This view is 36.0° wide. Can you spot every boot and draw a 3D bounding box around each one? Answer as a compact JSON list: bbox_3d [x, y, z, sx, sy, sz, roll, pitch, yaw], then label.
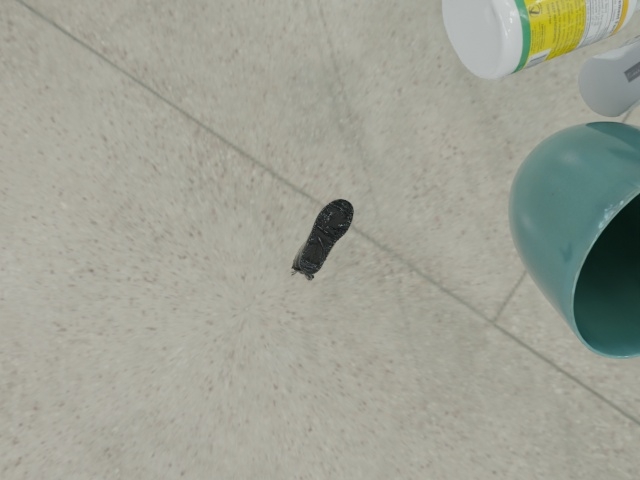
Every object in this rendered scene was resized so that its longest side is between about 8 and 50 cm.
[{"bbox_3d":[0.001,0.000,1.358,0.045,0.099,0.121,29,84,-3],"label":"boot"},{"bbox_3d":[0.459,-0.242,1.330,0.123,0.258,0.095,-24,93,-14],"label":"boot"}]

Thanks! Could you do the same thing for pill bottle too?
[{"bbox_3d":[0.236,-0.244,0.972,0.208,0.117,0.117,-22,88,-17],"label":"pill bottle"}]

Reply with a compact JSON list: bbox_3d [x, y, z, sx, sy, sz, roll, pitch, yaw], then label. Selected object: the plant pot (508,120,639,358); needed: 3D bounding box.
[{"bbox_3d":[0.394,-0.026,1.331,0.293,0.235,0.293,-13,125,-19],"label":"plant pot"}]
